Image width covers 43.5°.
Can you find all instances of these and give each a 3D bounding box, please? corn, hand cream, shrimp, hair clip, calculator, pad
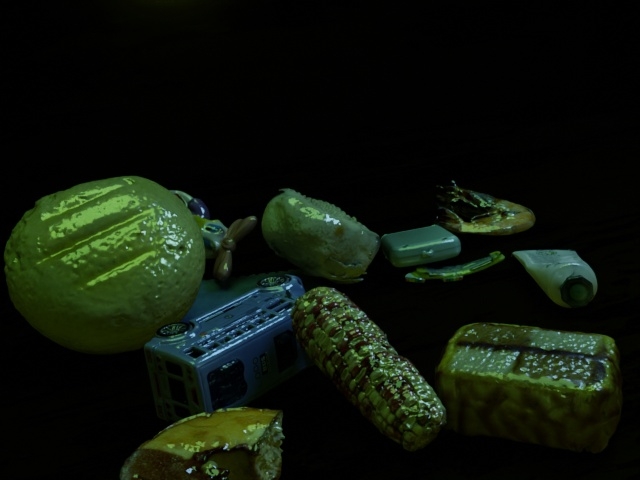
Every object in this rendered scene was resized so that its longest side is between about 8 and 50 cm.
[{"bbox_3d":[0.060,0.159,1.018,0.098,0.098,0.290,-16,36,-29],"label":"corn"},{"bbox_3d":[0.418,0.051,1.412,0.121,0.076,0.336,0,10,6],"label":"hand cream"},{"bbox_3d":[0.334,-0.053,1.797,0.178,0.075,0.289,-23,36,-38],"label":"shrimp"},{"bbox_3d":[0.251,0.053,1.500,0.188,0.033,0.060,-11,14,5],"label":"hair clip"},{"bbox_3d":[0.195,0.009,1.599,0.141,0.045,0.246,-11,8,-1],"label":"calculator"},{"bbox_3d":[-0.130,0.107,1.517,0.269,0.012,0.270,-6,16,2],"label":"pad"}]

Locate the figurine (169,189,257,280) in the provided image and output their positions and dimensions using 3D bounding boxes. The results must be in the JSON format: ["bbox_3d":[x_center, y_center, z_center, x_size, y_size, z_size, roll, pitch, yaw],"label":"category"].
[{"bbox_3d":[-0.277,-0.009,1.740,0.193,0.154,0.421,28,-9,-20],"label":"figurine"}]

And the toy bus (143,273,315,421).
[{"bbox_3d":[-0.100,0.151,1.144,0.133,0.125,0.292,9,23,41],"label":"toy bus"}]

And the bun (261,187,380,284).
[{"bbox_3d":[0.000,0.000,1.555,0.239,0.141,0.239,26,9,-4],"label":"bun"}]

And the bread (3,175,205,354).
[{"bbox_3d":[-0.349,0.039,1.323,0.320,0.320,0.237,-13,-14,-19],"label":"bread"}]

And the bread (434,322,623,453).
[{"bbox_3d":[0.257,0.172,0.985,0.222,0.096,0.181,3,21,29],"label":"bread"}]

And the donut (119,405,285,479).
[{"bbox_3d":[-0.126,0.258,0.858,0.141,0.085,0.217,1,17,26],"label":"donut"}]
